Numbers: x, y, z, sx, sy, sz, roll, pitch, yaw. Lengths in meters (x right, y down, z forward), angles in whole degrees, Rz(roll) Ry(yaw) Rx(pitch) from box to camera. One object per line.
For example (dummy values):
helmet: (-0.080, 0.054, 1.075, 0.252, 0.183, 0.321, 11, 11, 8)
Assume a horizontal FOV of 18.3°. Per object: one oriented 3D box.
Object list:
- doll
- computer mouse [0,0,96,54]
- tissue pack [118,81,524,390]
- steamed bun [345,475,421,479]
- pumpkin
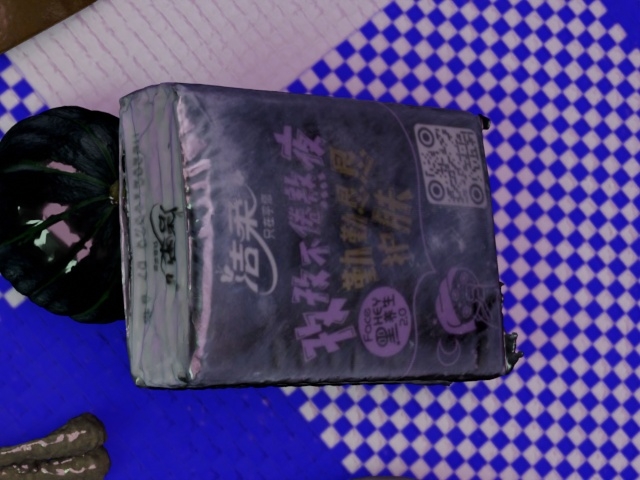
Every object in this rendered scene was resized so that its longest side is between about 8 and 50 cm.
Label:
doll: (-0.318, 0.204, 1.649, 0.286, 0.203, 0.091, -34, 55, -9)
computer mouse: (-0.317, -0.233, 1.747, 0.310, 0.072, 0.158, -31, 93, -18)
tissue pack: (0.000, 0.000, 1.713, 0.361, 0.122, 0.259, 1, 80, -39)
steamed bun: (0.061, 0.344, 1.716, 0.283, 0.177, 0.283, 2, 82, -15)
pumpkin: (-0.202, -0.023, 1.708, 0.194, 0.150, 0.194, 0, 89, -25)
